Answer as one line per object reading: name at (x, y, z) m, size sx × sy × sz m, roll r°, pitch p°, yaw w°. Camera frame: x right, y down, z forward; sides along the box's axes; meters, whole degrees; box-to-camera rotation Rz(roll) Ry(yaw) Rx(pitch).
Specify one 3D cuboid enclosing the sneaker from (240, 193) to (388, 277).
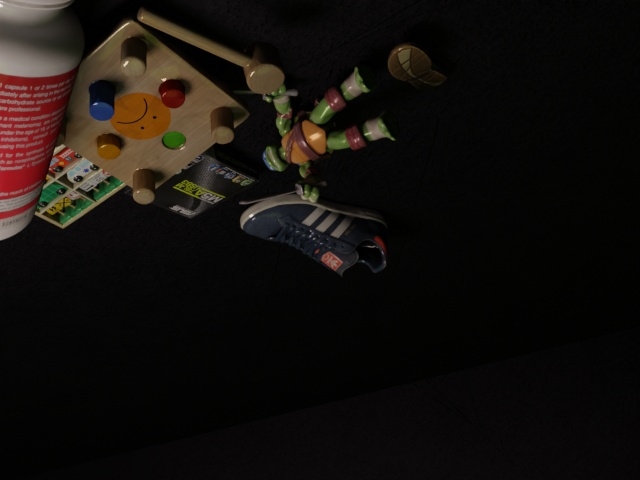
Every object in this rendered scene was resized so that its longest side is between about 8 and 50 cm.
sneaker at (0.000, 0.000, 1.829) m, size 0.350 × 0.148 × 0.131 m, roll 5°, pitch 148°, yaw -26°

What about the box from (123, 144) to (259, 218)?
box at (-0.245, -0.117, 1.628) m, size 0.184 × 0.045 × 0.191 m, roll -28°, pitch 153°, yaw 24°

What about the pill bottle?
pill bottle at (-0.449, -0.213, 1.129) m, size 0.229 × 0.229 × 0.407 m, roll 8°, pitch 126°, yaw -31°

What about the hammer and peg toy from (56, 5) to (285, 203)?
hammer and peg toy at (-0.247, -0.233, 1.307) m, size 0.361 × 0.127 × 0.266 m, roll -34°, pitch 133°, yaw 25°

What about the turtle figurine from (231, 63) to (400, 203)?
turtle figurine at (-0.022, -0.178, 1.448) m, size 0.266 × 0.197 × 0.275 m, roll -25°, pitch 152°, yaw 27°

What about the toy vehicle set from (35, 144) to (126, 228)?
toy vehicle set at (-0.422, -0.131, 1.516) m, size 0.267 × 0.035 × 0.166 m, roll -32°, pitch 146°, yaw 16°

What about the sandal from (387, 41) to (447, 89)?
sandal at (0.163, -0.303, 1.448) m, size 0.072 × 0.049 × 0.180 m, roll -18°, pitch 166°, yaw 25°
